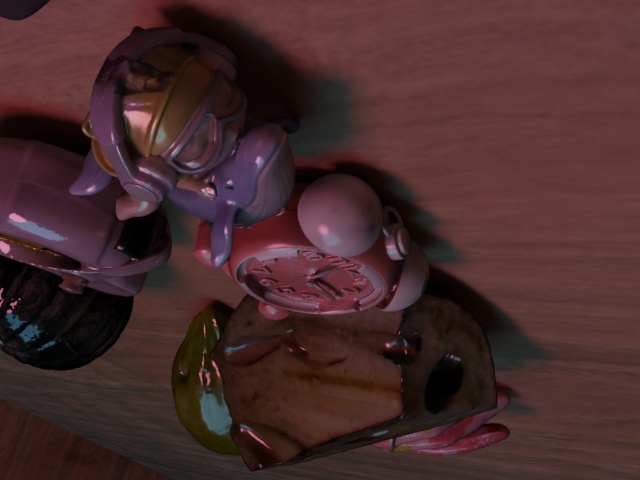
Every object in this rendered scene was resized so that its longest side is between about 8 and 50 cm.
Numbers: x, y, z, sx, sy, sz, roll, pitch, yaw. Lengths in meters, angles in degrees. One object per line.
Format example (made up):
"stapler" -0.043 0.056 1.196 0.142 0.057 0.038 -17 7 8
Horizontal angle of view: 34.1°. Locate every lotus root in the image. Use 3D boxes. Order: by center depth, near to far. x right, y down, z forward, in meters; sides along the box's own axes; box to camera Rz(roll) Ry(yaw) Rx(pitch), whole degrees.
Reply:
"lotus root" 0.033 0.127 1.066 0.142 0.210 0.314 -11 180 -44

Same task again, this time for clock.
"clock" 0.000 0.000 0.869 0.162 0.092 0.166 -3 151 28

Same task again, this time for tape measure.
"tape measure" -0.246 -0.025 0.964 0.236 0.120 0.197 23 166 -22

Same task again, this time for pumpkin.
"pumpkin" -0.316 0.048 1.158 0.221 0.162 0.220 26 156 13

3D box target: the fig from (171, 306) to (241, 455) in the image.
"fig" -0.118 0.194 1.349 0.167 0.167 0.233 11 165 23

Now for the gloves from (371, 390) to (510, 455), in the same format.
"gloves" 0.099 0.197 1.222 0.241 0.126 0.145 26 154 8

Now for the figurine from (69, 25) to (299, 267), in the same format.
"figurine" -0.101 -0.069 0.727 0.209 0.128 0.184 8 155 41

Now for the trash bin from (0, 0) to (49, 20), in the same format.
"trash bin" -0.212 -0.210 0.508 0.236 0.101 0.176 22 161 3
